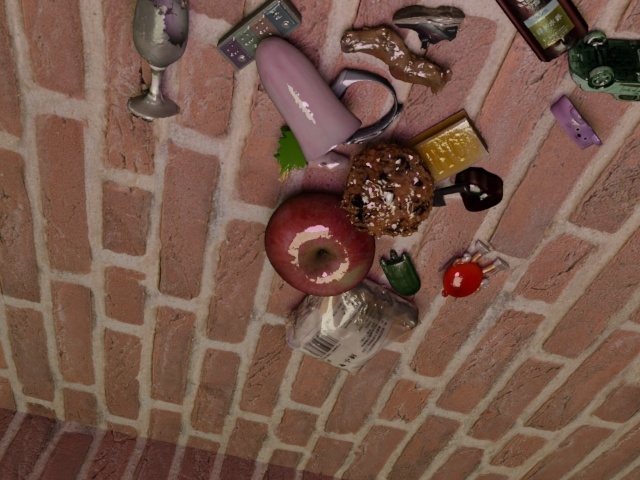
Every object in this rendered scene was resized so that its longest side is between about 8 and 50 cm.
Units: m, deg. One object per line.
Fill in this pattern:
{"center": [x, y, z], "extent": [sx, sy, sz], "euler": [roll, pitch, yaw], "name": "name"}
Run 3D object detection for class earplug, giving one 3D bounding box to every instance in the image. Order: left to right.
{"center": [-0.050, -0.364, 1.374], "extent": [0.172, 0.172, 0.301], "euler": [-28, 109, 27], "name": "earplug"}

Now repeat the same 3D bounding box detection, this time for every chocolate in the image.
{"center": [0.449, -0.137, 1.617], "extent": [0.149, 0.080, 0.125], "euler": [23, 129, -15], "name": "chocolate"}

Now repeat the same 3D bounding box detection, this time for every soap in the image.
{"center": [0.329, -0.242, 1.545], "extent": [0.232, 0.073, 0.140], "euler": [-27, 118, 28], "name": "soap"}

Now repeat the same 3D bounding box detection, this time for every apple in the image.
{"center": [0.000, 0.000, 1.680], "extent": [0.345, 0.269, 0.344], "euler": [-2, 118, -3], "name": "apple"}

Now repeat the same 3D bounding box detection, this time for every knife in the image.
{"center": [0.334, -0.124, 1.634], "extent": [0.231, 0.028, 0.060], "euler": [-8, 115, 43], "name": "knife"}

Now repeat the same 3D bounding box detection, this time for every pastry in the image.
{"center": [0.180, -0.133, 1.510], "extent": [0.275, 0.193, 0.274], "euler": [-2, 103, -9], "name": "pastry"}

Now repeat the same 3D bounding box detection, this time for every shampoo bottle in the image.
{"center": [0.464, -0.556, 1.251], "extent": [0.129, 0.084, 0.323], "euler": [-35, 118, 27], "name": "shampoo bottle"}

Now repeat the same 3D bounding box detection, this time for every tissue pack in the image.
{"center": [0.097, 0.288, 1.953], "extent": [0.390, 0.195, 0.375], "euler": [33, 120, -20], "name": "tissue pack"}

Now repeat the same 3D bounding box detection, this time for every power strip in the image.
{"center": [-0.135, -0.499, 1.397], "extent": [0.216, 0.061, 0.145], "euler": [-26, 130, 27], "name": "power strip"}

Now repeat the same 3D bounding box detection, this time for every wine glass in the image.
{"center": [-0.408, -0.463, 1.402], "extent": [0.144, 0.143, 0.321], "euler": [15, 131, -6], "name": "wine glass"}

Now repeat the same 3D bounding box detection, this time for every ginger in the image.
{"center": [0.188, -0.453, 1.383], "extent": [0.290, 0.084, 0.122], "euler": [24, 172, -10], "name": "ginger"}

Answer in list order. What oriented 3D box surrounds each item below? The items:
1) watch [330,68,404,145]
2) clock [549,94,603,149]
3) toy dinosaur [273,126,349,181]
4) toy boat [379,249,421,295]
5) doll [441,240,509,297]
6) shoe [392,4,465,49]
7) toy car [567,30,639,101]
{"center": [0.102, -0.347, 1.488], "extent": [0.193, 0.068, 0.206], "euler": [28, 126, -15], "name": "watch"}
{"center": [0.657, -0.293, 1.436], "extent": [0.153, 0.110, 0.050], "euler": [39, 121, -23], "name": "clock"}
{"center": [-0.034, -0.250, 1.575], "extent": [0.194, 0.152, 0.177], "euler": [-6, 169, 23], "name": "toy dinosaur"}
{"center": [0.274, 0.118, 1.877], "extent": [0.104, 0.052, 0.210], "euler": [-18, 127, 18], "name": "toy boat"}
{"center": [0.487, 0.113, 1.830], "extent": [0.183, 0.085, 0.217], "euler": [36, 108, -25], "name": "doll"}
{"center": [0.255, -0.502, 1.336], "extent": [0.169, 0.071, 0.099], "euler": [2, 137, 4], "name": "shoe"}
{"center": [0.735, -0.400, 1.326], "extent": [0.306, 0.136, 0.125], "euler": [3, 152, 6], "name": "toy car"}
